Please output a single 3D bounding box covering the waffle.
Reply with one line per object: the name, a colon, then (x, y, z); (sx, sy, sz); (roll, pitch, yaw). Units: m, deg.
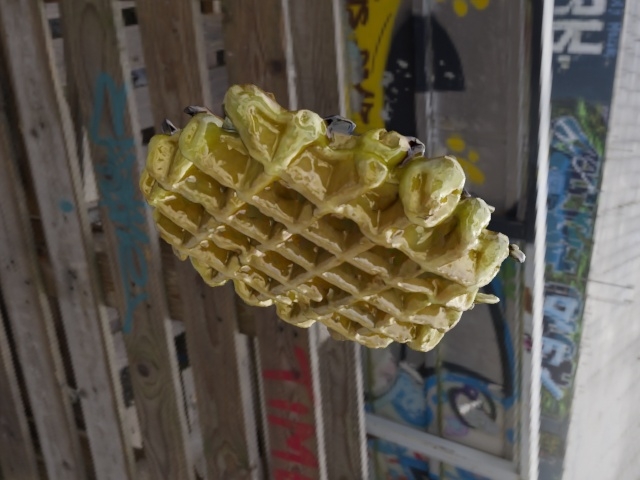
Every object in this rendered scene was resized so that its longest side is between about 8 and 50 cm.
waffle: (0.002, 0.006, 0.626); (0.329, 0.329, 0.062); (54, 46, -48)
